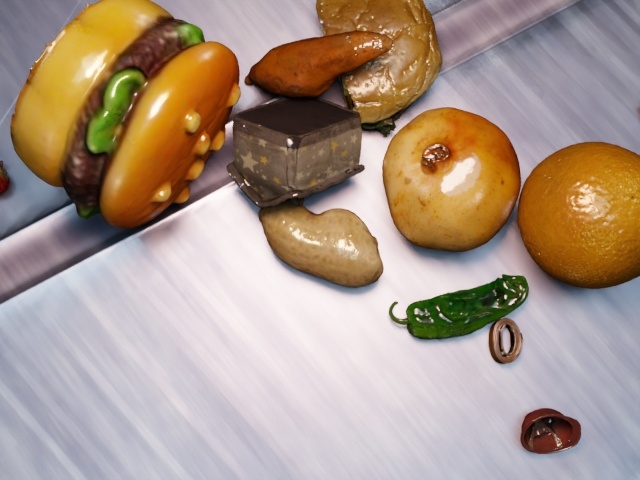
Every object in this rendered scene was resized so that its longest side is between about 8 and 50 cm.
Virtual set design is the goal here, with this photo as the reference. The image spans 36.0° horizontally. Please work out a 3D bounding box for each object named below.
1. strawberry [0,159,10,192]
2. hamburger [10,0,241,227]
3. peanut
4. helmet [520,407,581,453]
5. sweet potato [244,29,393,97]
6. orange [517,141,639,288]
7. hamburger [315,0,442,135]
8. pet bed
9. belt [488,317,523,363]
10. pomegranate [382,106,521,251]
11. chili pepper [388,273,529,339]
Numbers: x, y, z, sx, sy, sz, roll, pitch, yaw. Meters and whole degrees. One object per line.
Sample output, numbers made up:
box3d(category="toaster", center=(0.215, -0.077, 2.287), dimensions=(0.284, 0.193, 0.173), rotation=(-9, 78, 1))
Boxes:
box3d(category="strawberry", center=(-0.625, -0.113, 1.842), dimensions=(0.083, 0.073, 0.073), rotation=(-31, 81, 8))
box3d(category="hamburger", center=(-0.319, -0.208, 1.703), dimensions=(0.278, 0.396, 0.395), rotation=(33, 81, 5))
box3d(category="peanut", center=(0.000, 0.000, 1.801), dimensions=(0.253, 0.122, 0.137), rotation=(17, 81, 7))
box3d(category="helmet", center=(0.407, 0.334, 1.776), dimensions=(0.111, 0.057, 0.089), rotation=(0, 116, -6))
box3d(category="sweet potato", center=(-0.028, -0.309, 1.773), dimensions=(0.112, 0.359, 0.112), rotation=(1, 89, -42))
box3d(category="orange", center=(0.479, -0.044, 1.737), dimensions=(0.274, 0.274, 0.274), rotation=(0, 80, 0))
box3d(category="hamburger", center=(0.117, -0.362, 1.859), dimensions=(0.211, 0.132, 0.308), rotation=(-16, 78, 1))
box3d(category="pet bed", center=(-0.039, -0.152, 1.770), dimensions=(0.183, 0.211, 0.159), rotation=(23, 123, 35))
box3d(category="belt", center=(0.341, 0.185, 1.812), dimensions=(0.059, 0.036, 0.083), rotation=(1, 80, -7))
box3d(category="pomegranate", center=(0.227, -0.107, 1.753), dimensions=(0.265, 0.264, 0.264), rotation=(0, 80, 0))
box3d(category="chili pepper", center=(0.257, 0.124, 1.808), dimensions=(0.257, 0.074, 0.100), rotation=(-15, 77, -8))
